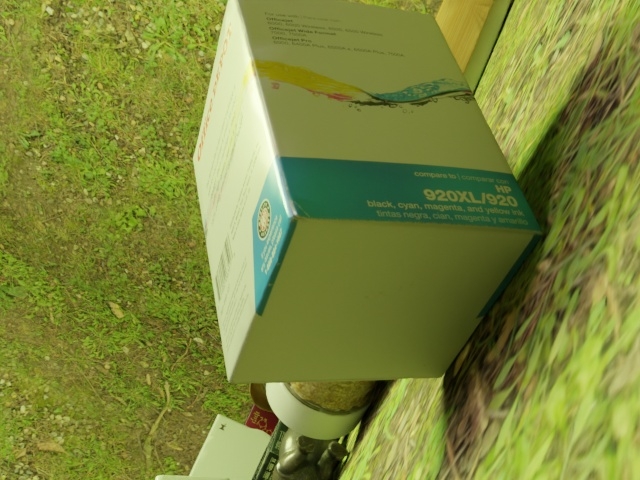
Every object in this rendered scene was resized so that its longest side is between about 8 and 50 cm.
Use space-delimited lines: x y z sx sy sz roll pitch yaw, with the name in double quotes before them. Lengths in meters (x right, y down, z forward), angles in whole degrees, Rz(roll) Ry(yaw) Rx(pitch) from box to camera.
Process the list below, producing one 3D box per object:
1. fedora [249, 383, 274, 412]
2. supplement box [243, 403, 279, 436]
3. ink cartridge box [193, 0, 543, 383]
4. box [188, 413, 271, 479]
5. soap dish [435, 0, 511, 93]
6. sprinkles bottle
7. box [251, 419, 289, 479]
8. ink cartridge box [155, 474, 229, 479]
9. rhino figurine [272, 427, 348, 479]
"fedora" -0.034 0.267 1.537 0.194 0.194 0.079 -66 34 30
"supplement box" -0.105 0.418 1.711 0.073 0.130 0.239 111 -177 -83
"ink cartridge box" 0.014 -0.040 0.608 0.171 0.168 0.233 113 151 -44
"box" -0.151 0.451 1.546 0.119 0.181 0.182 113 -179 -47
"soap dish" 0.230 -0.319 1.537 0.229 0.118 0.291 111 -178 -77
"sprinkles bottle" 0.048 0.058 0.878 0.121 0.121 0.355 -65 -1 -54
"box" -0.059 0.364 1.289 0.180 0.077 0.147 -63 -3 -80
"ink cartridge box" -0.215 0.544 1.301 0.211 0.121 0.289 113 158 -48
"rhino figurine" -0.018 0.268 0.977 0.106 0.073 0.243 -62 3 34
